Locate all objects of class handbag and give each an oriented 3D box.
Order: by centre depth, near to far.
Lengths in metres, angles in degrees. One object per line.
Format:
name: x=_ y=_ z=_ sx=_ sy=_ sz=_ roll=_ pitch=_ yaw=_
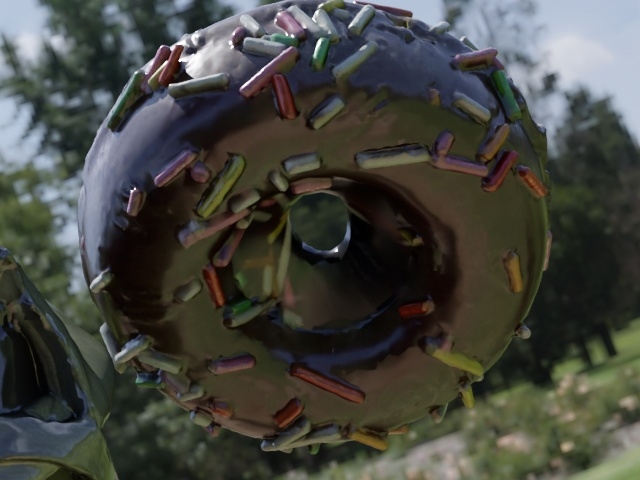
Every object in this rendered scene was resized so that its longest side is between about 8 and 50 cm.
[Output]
handbag: x=-0.116 y=0.154 z=0.764 sx=0.109 sy=0.316 sz=0.253 roll=-14 pitch=-11 yaw=-7

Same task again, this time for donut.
donut: x=0.000 y=0.000 z=0.908 sx=0.269 sy=0.270 sz=0.103 roll=-21 pitch=32 yaw=9
